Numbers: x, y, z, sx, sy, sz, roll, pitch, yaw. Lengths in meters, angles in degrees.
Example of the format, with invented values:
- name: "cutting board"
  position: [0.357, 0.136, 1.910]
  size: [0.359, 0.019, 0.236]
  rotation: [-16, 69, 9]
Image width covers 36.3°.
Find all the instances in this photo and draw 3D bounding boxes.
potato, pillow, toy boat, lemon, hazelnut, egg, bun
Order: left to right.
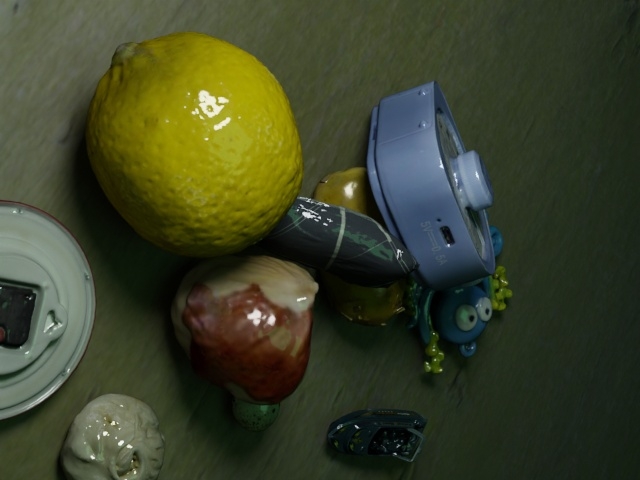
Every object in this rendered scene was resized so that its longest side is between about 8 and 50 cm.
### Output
- name: "bun"
  position: [-0.308, 0.328, 1.518]
  size: [0.183, 0.102, 0.183]
  rotation: [-5, 97, -45]
- name: "lemon"
  position: [-0.181, -0.138, 1.440]
  size: [0.336, 0.336, 0.336]
  rotation: [-6, 99, -42]
- name: "egg"
  position: [-0.113, 0.278, 1.702]
  size: [0.085, 0.085, 0.110]
  rotation: [-8, 92, -42]
- name: "hazelnut"
  position: [-0.103, 0.131, 1.594]
  size: [0.261, 0.241, 0.261]
  rotation: [34, 30, -22]
- name: "pillow"
  position: [0.000, 0.000, 1.655]
  size: [0.335, 0.161, 0.092]
  rotation: [20, 60, -11]
- name: "potato"
  position: [0.076, 0.013, 1.808]
  size: [0.173, 0.140, 0.300]
  rotation: [-17, 102, -24]
- name: "toy boat"
  position: [0.110, 0.382, 1.913]
  size: [0.246, 0.103, 0.093]
  rotation: [10, 112, -38]

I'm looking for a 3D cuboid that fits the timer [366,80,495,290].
- name: "timer"
  position: [0.229, -0.082, 1.806]
  size: [0.395, 0.173, 0.395]
  rotation: [-19, 90, -75]

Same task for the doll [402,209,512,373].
- name: "doll"
  position: [0.303, 0.083, 2.053]
  size: [0.346, 0.099, 0.341]
  rotation: [-21, 110, -42]

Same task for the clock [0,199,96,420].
- name: "clock"
  position: [-0.456, 0.100, 1.371]
  size: [0.318, 0.080, 0.318]
  rotation: [-5, 98, -42]
